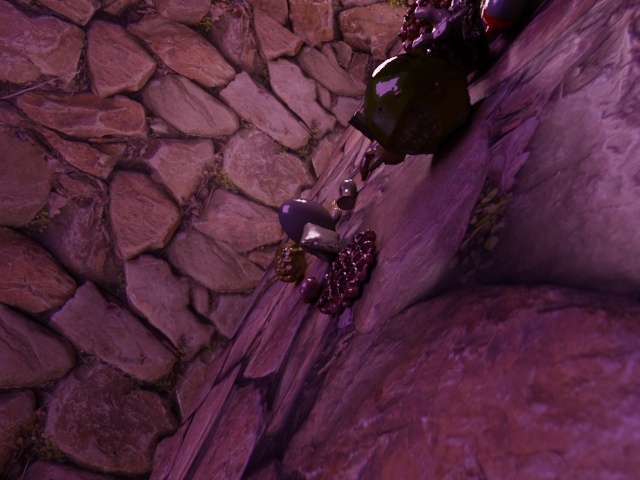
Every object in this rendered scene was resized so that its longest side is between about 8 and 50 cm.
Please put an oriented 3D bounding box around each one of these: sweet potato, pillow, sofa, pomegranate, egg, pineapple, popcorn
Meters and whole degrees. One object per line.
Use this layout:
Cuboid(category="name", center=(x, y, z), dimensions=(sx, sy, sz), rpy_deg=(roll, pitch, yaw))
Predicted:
Cuboid(category="sweet potato", center=(0.216, -0.346, 1.701), dimensions=(0.250, 0.059, 0.069), rpy_deg=(-54, 30, 8))
Cuboid(category="pillow", center=(0.000, 0.000, 1.503), dimensions=(0.181, 0.134, 0.078), rpy_deg=(-81, 12, -67))
Cuboid(category="sofa", center=(0.200, -0.532, 2.070), dimensions=(0.060, 0.147, 0.085), rpy_deg=(-59, 12, -31))
Cuboid(category="pomegranate", center=(0.214, -0.308, 1.074), dimensions=(0.341, 0.260, 0.261), rpy_deg=(-54, 10, 41))
Cuboid(category="egg", center=(-0.056, -0.071, 1.689), dimensions=(0.176, 0.231, 0.176), rpy_deg=(-52, 7, 9))
Cuboid(category="pineapple", center=(0.394, -0.627, 1.276), dimensions=(0.263, 0.262, 0.272), rpy_deg=(-57, 21, 7))
Cuboid(category="popcorn", center=(-0.123, 0.087, 1.787), dimensions=(0.174, 0.142, 0.173), rpy_deg=(-62, 8, 15))

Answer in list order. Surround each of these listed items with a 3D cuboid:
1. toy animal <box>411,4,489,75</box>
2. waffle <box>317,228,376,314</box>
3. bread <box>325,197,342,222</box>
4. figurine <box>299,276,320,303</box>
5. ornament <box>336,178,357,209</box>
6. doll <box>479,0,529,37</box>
Cuboid(category="toy animal", center=(0.321, -0.497, 1.099), dimensions=(0.168, 0.233, 0.121), rpy_deg=(3, 85, 34))
Cuboid(category="waffle", center=(0.071, 0.080, 1.120), dimensions=(0.221, 0.055, 0.234), rpy_deg=(-42, 24, 54))
Cuboid(category="bread", center=(0.028, -0.088, 1.885), dimensions=(0.182, 0.039, 0.251), rpy_deg=(-56, 11, 14))
Cuboid(category="figurine", center=(-0.032, 0.149, 1.372), dimensions=(0.066, 0.071, 0.083), rpy_deg=(-2, 54, 27))
Cuboid(category="ornament", center=(0.105, -0.180, 1.696), dimensions=(0.074, 0.081, 0.156), rpy_deg=(-18, 28, 17))
Cuboid(category="doll", center=(0.477, -0.625, 1.082), dimensions=(0.337, 0.105, 0.200), rpy_deg=(-60, -11, -15))
